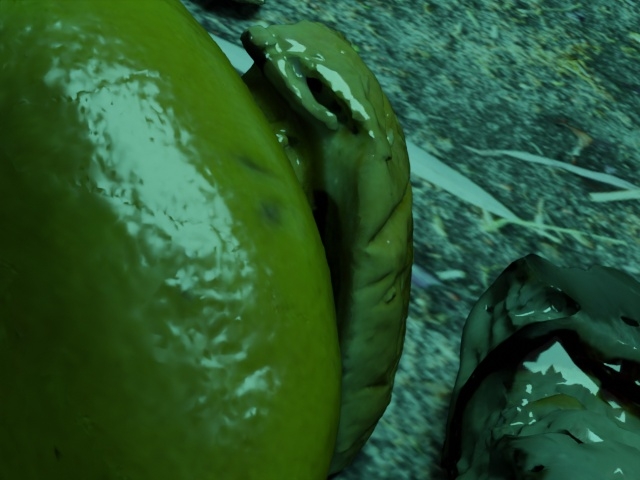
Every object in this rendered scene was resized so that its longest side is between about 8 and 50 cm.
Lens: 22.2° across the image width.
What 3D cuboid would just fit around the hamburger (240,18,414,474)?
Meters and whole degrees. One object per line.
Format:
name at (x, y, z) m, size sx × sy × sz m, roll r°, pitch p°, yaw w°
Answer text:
hamburger at (0.000, 0.000, 0.826) m, size 0.135 × 0.207 × 0.155 m, roll -7°, pitch 41°, yaw -42°

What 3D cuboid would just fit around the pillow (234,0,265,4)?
pillow at (-0.083, -0.244, 1.296) m, size 0.135 × 0.034 × 0.211 m, roll 22°, pitch 30°, yaw 4°

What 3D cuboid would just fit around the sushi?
sushi at (0.122, 0.106, 0.820) m, size 0.124 × 0.130 × 0.332 m, roll 21°, pitch 31°, yaw -4°

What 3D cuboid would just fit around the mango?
mango at (-0.129, 0.014, 0.705) m, size 0.365 × 0.253 × 0.182 m, roll 55°, pitch 5°, yaw 29°
